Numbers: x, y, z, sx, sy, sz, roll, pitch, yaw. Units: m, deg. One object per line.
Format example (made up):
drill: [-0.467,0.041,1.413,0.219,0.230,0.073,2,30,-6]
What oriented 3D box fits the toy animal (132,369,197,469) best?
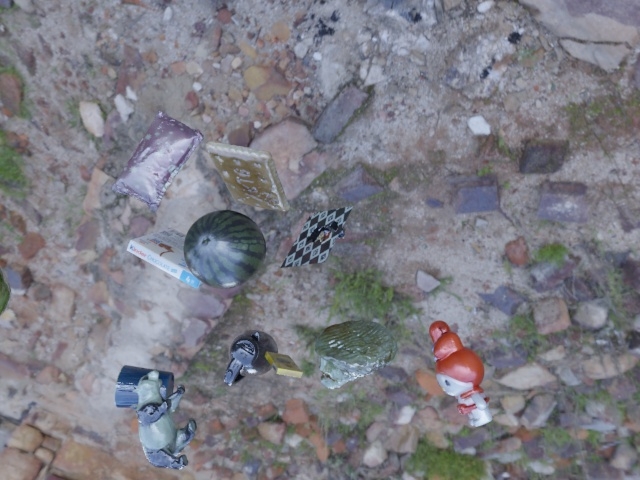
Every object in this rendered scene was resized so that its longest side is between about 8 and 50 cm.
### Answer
toy animal: [-0.374,0.419,1.129,0.121,0.094,0.225,-14,94,17]

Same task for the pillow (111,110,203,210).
pillow: [-0.316,-0.153,0.917,0.118,0.043,0.184,29,90,12]

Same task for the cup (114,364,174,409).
cup: [-0.558,0.486,1.541,0.155,0.131,0.176,4,129,-2]

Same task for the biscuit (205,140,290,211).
biscuit: [-0.223,-0.191,1.518,0.217,0.044,0.324,11,156,12]

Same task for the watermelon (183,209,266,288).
watermelon: [-0.247,0.022,1.233,0.212,0.212,0.212,7,132,8]

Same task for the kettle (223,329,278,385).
kettle: [-0.326,0.524,2.119,0.208,0.268,0.290,30,171,9]

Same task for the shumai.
shumai: [0.123,0.391,1.572,0.272,0.222,0.203,6,125,31]

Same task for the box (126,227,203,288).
box: [-0.478,0.053,1.661,0.274,0.265,0.048,29,104,6]

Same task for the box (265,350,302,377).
box: [-0.123,0.404,1.568,0.087,0.155,0.023,13,93,-21]

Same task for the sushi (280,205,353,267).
sushi: [0.000,0.000,1.774,0.050,0.263,0.290,40,154,-26]

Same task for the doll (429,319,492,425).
doll: [0.379,0.355,1.315,0.130,0.290,0.161,-20,163,-4]

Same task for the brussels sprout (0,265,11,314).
brussels sprout: [-0.773,0.113,0.974,0.220,0.271,0.210,-8,109,5]
